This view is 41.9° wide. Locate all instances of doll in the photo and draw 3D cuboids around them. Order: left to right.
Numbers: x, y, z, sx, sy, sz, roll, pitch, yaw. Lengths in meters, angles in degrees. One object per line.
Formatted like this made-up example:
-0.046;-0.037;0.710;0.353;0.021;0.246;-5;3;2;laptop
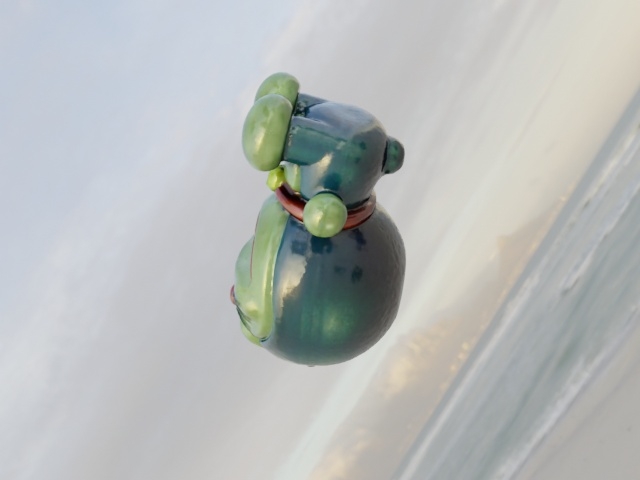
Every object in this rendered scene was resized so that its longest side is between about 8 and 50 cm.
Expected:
0.000;-0.001;0.869;0.198;0.186;0.322;-81;-3;-57;doll
